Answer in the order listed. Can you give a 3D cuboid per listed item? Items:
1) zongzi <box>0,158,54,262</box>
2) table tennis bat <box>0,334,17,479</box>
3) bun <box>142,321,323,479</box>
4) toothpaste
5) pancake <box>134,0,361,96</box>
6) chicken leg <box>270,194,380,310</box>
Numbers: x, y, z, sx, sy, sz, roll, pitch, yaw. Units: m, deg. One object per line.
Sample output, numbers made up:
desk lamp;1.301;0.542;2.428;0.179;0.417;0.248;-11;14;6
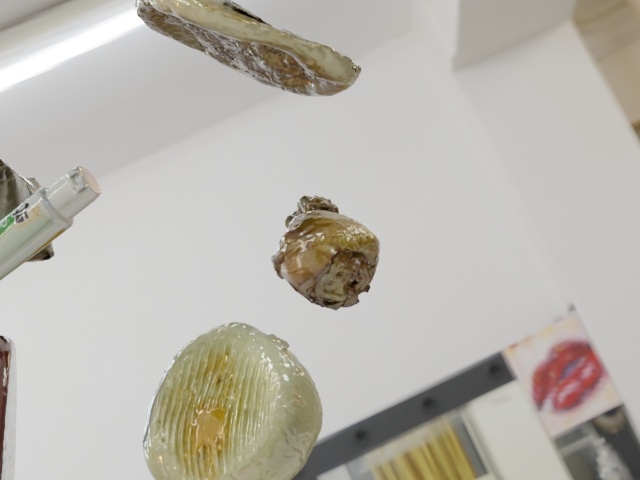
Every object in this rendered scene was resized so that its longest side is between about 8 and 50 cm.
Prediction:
zongzi;-0.462;-0.029;1.418;0.260;0.123;0.289;-10;-10;-2
table tennis bat;-0.263;0.283;0.957;0.051;0.415;0.268;2;3;-12
bun;-0.106;0.226;1.527;0.243;0.244;0.153;-27;-32;10
toothpaste;-0.358;0.030;1.263;0.314;0.056;0.058;-37;-11;11
pancake;-0.086;-0.226;1.356;0.049;0.282;0.282;-67;-16;-2
chicken leg;0.002;-0.002;1.253;0.087;0.107;0.251;-62;12;11
